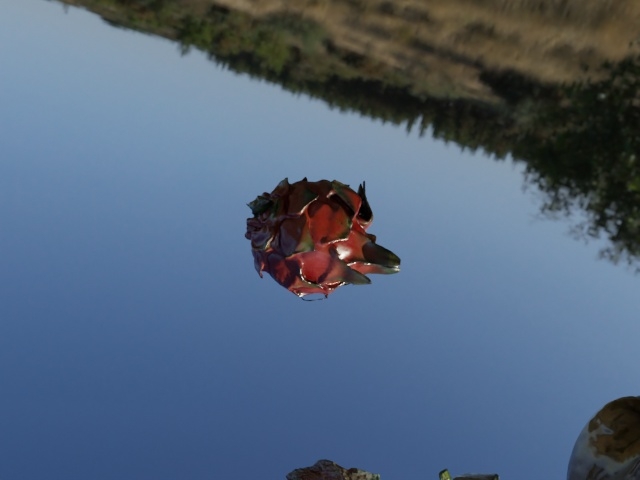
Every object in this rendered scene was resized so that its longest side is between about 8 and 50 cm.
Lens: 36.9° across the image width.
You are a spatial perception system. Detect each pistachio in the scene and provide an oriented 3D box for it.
[{"bbox_3d":[0.546,0.399,1.772,0.163,0.260,0.213,40,-158,1],"label":"pistachio"}]

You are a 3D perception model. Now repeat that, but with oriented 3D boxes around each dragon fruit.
[{"bbox_3d":[0.000,0.000,1.576,0.274,0.193,0.192,24,-134,-9],"label":"dragon fruit"}]

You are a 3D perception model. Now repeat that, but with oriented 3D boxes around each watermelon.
[{"bbox_3d":[0.036,0.428,1.655,0.158,0.098,0.121,37,-165,23],"label":"watermelon"}]

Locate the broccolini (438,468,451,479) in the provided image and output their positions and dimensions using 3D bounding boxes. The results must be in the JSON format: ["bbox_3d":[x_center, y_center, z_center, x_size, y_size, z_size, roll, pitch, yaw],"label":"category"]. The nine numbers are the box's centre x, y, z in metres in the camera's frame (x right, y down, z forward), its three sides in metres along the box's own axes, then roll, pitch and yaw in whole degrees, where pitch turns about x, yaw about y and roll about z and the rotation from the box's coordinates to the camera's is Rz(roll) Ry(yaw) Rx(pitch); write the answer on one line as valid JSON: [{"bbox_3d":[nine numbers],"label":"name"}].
[{"bbox_3d":[0.295,0.605,1.998,0.071,0.254,0.057,-27,178,40],"label":"broccolini"}]

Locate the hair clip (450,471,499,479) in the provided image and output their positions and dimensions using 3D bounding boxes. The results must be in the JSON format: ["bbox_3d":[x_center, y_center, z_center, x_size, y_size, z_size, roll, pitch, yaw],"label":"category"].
[{"bbox_3d":[0.245,0.375,1.477,0.066,0.036,0.229,-5,162,17],"label":"hair clip"}]
